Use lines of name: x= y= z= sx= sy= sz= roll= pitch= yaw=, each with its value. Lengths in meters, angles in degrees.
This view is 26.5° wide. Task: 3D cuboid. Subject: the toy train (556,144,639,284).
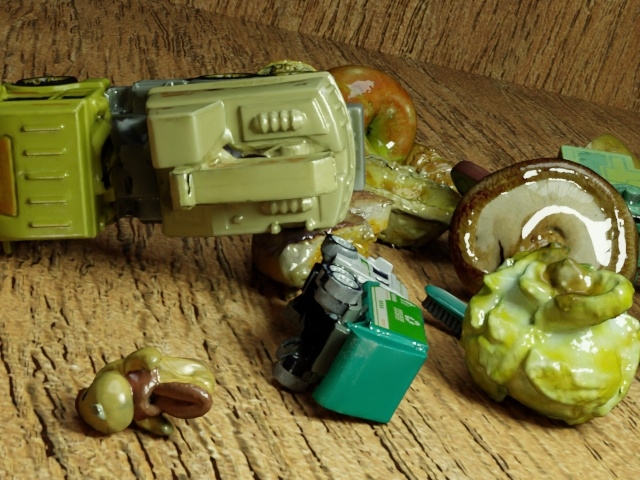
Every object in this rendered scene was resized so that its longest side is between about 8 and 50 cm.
toy train: x=0.503 y=-0.019 z=1.881 sx=0.369 sy=0.150 sz=0.237 roll=9 pitch=28 yaw=1

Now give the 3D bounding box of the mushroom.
mushroom: x=0.275 y=0.004 z=1.665 sx=0.231 sy=0.194 sz=0.138 roll=24 pitch=-19 yaw=8

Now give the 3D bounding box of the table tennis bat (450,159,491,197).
table tennis bat: x=0.288 y=-0.001 z=1.816 sx=0.310 sy=0.038 sz=0.200 roll=44 pitch=-6 yaw=30

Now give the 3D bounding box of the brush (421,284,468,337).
brush: x=0.191 y=0.111 z=1.522 sx=0.193 sy=0.032 sz=0.043 roll=36 pitch=18 yaw=21

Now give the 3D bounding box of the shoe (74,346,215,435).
shoe: x=-0.138 y=0.120 z=1.090 sx=0.109 sy=0.072 sz=0.069 roll=10 pitch=12 yaw=-17

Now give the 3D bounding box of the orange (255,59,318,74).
orange: x=-0.061 y=-0.210 z=2.135 sx=0.134 sy=0.157 sz=0.156 roll=25 pitch=16 yaw=-3

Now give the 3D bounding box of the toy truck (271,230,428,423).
toy truck: x=0.030 y=0.085 z=1.312 sx=0.124 sy=0.114 sz=0.253 roll=28 pitch=15 yaw=-5

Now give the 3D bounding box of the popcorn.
popcorn: x=0.242 y=0.087 z=1.359 sx=0.198 sy=0.212 sz=0.198 roll=6 pitch=50 yaw=-7

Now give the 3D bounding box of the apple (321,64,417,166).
apple: x=0.038 y=-0.163 z=2.012 sx=0.196 sy=0.196 sz=0.196 roll=14 pitch=16 yaw=-4

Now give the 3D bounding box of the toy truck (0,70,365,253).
toy truck: x=-0.157 y=-0.083 z=1.401 sx=0.405 sy=0.181 sz=0.254 roll=-1 pitch=10 yaw=3

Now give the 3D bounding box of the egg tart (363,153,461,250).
egg tart: x=0.105 y=-0.048 z=1.859 sx=0.212 sy=0.090 sz=0.212 roll=14 pitch=17 yaw=-4

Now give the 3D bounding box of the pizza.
pizza: x=0.000 y=0.000 z=1.605 sx=0.161 sy=0.086 sz=0.305 roll=0 pitch=14 yaw=12

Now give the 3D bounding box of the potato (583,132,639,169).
potato: x=0.448 y=-0.051 z=2.080 sx=0.158 sy=0.178 sz=0.203 roll=35 pitch=23 yaw=19

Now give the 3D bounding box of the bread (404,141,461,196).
bread: x=0.168 y=-0.084 z=2.044 sx=0.233 sy=0.076 sz=0.105 roll=40 pitch=-15 yaw=44
